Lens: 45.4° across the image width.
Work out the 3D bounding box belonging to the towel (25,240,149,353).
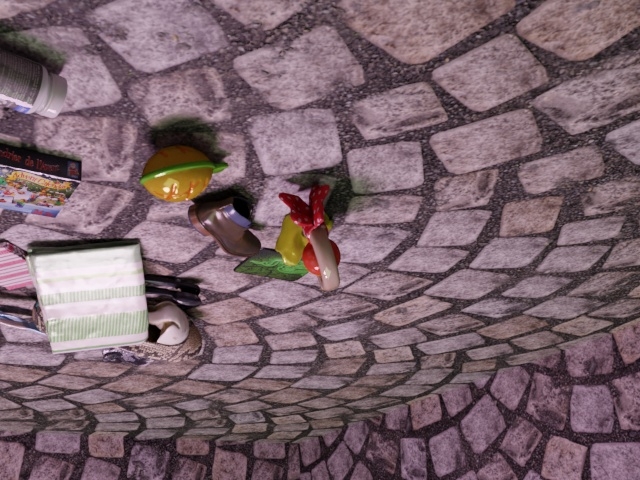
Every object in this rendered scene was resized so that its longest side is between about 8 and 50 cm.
[{"bbox_3d":[-0.532,0.136,1.785,0.248,0.038,0.325,-5,130,-10],"label":"towel"}]

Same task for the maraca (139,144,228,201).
[{"bbox_3d":[-0.245,-0.121,1.378,0.127,0.099,0.186,-12,-179,27],"label":"maraca"}]

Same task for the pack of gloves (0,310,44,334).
[{"bbox_3d":[-0.749,0.204,1.974,0.232,0.046,0.195,21,172,-29],"label":"pack of gloves"}]

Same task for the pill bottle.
[{"bbox_3d":[-0.446,-0.231,1.113,0.137,0.078,0.078,18,147,-40],"label":"pill bottle"}]

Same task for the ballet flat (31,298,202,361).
[{"bbox_3d":[-0.483,0.206,1.970,0.483,0.164,0.182,18,137,-34],"label":"ballet flat"}]

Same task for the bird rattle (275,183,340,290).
[{"bbox_3d":[0.000,0.000,1.581,0.143,0.207,0.253,-19,168,-16],"label":"bird rattle"}]

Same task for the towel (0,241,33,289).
[{"bbox_3d":[-0.714,0.056,1.740,0.144,0.029,0.197,-13,152,15],"label":"towel"}]

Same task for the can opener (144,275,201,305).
[{"bbox_3d":[-0.386,0.117,1.908,0.186,0.059,0.073,18,175,-23],"label":"can opener"}]

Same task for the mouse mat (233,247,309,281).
[{"bbox_3d":[-0.103,0.062,1.902,0.190,0.007,0.152,10,151,-32],"label":"mouse mat"}]

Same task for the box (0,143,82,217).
[{"bbox_3d":[-0.571,-0.112,1.381,0.233,0.044,0.159,11,151,-32],"label":"box"}]

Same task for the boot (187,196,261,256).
[{"bbox_3d":[-0.168,-0.026,1.609,0.106,0.082,0.219,-17,151,29],"label":"boot"}]

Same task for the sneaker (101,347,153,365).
[{"bbox_3d":[-0.546,0.302,2.206,0.153,0.101,0.268,5,156,-28],"label":"sneaker"}]
